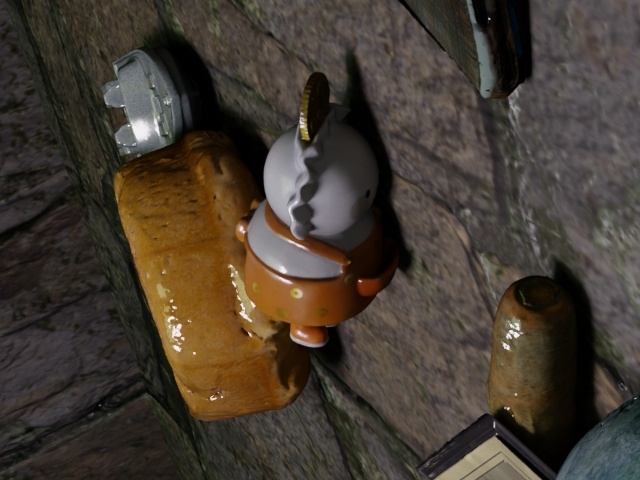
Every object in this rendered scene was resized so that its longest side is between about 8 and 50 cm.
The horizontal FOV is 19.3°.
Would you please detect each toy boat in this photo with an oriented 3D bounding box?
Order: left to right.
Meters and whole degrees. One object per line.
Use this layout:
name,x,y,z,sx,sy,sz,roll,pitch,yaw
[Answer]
toy boat,-0.195,-0.156,2.194,0.319,0.092,0.141,179,76,-75

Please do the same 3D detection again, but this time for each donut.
donut,-0.116,0.040,2.034,0.317,0.150,0.299,-119,10,-62

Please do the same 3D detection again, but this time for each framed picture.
framed picture,0.167,0.220,1.433,0.195,0.010,0.199,43,157,4

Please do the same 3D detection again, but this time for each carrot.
carrot,0.164,0.156,1.417,0.070,0.070,0.342,54,162,42

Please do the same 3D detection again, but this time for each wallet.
wallet,0.044,-0.241,1.280,0.317,0.044,0.169,56,166,42

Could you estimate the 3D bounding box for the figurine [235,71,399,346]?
figurine,-0.009,-0.026,1.642,0.143,0.143,0.271,47,158,54

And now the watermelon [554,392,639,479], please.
watermelon,0.187,0.205,1.181,0.188,0.175,0.322,60,164,23
